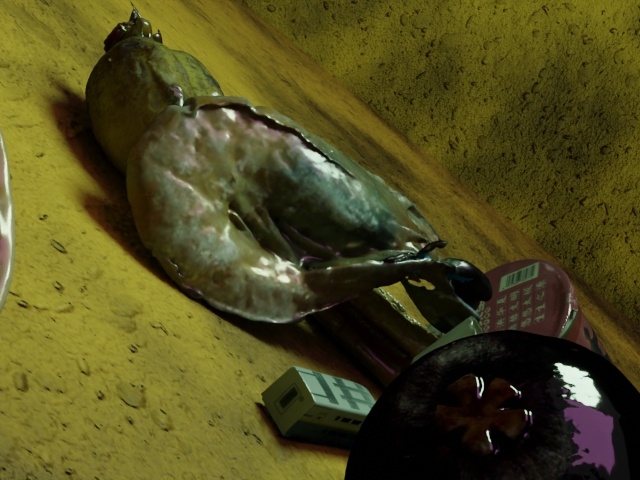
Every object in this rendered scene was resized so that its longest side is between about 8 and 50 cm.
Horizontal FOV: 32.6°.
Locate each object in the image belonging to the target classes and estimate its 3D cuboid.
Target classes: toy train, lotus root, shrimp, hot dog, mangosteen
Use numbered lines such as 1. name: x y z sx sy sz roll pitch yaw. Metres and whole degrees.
1. toy train: 0.036 0.172 1.067 0.234 0.051 0.052 24 27 -51
2. lotus root: -0.193 -0.159 1.250 0.154 0.154 0.278 27 25 -47
3. shrimp: 0.000 0.000 1.162 0.446 0.221 0.110 23 -21 -24
4. hot dog: 0.052 0.093 1.285 0.242 0.084 0.073 45 16 8
5. mangosteen: 0.155 0.225 0.871 0.275 0.275 0.302 57 -10 46

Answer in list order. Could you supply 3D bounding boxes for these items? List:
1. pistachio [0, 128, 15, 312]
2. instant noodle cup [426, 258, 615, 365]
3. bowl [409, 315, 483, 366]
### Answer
1. pistachio: -0.279 -0.034 0.596 0.193 0.214 0.318 94 -27 -51
2. instant noodle cup: 0.256 0.166 1.361 0.178 0.235 0.235 47 11 -23
3. bowl: 0.147 0.193 1.111 0.211 0.112 0.211 63 8 -16
